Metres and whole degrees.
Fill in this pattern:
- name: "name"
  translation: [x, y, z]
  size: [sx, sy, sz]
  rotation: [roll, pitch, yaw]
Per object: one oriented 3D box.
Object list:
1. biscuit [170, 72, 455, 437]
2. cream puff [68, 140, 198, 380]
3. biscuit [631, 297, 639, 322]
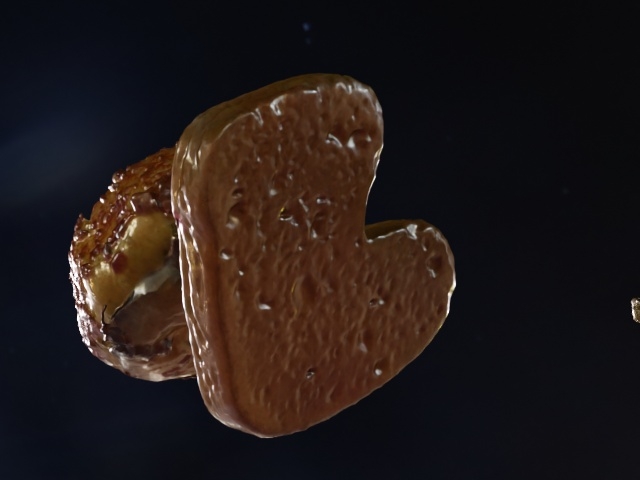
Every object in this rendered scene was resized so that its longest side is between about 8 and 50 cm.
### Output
- name: "biscuit"
  translation: [-0.001, 0.000, 1.116]
  size: [0.262, 0.052, 0.277]
  rotation: [-32, -54, -39]
- name: "cream puff"
  translation: [-0.102, 0.010, 1.258]
  size: [0.240, 0.164, 0.240]
  rotation: [-25, -20, -10]
- name: "biscuit"
  translation: [0.413, 0.063, 1.268]
  size: [0.187, 0.036, 0.273]
  rotation: [-4, 2, -25]
